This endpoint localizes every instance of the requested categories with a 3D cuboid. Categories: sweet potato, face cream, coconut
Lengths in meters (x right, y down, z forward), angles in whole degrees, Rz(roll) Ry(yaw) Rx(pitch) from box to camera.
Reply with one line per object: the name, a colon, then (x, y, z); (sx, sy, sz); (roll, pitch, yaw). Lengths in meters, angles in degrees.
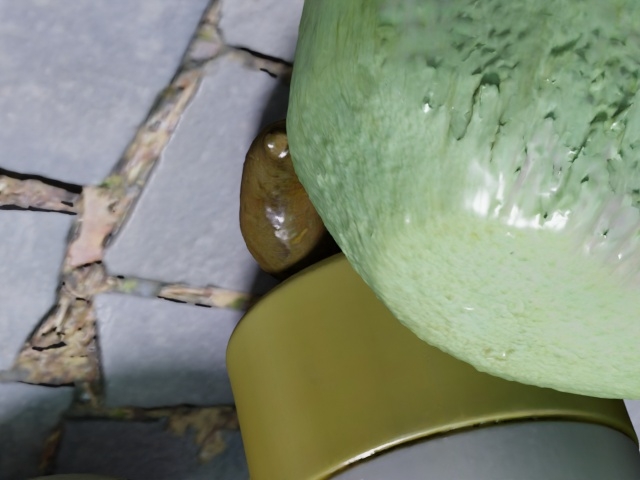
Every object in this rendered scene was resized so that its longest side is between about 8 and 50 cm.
sweet potato: (-0.001, 0.002, 1.117); (0.069, 0.059, 0.249); (-23, 141, 9)
face cream: (0.067, 0.120, 1.110); (0.218, 0.179, 0.218); (-11, 152, -6)
coconut: (0.133, -0.096, 0.949); (0.328, 0.328, 0.281); (-6, 157, -19)

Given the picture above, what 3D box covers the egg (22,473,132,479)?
egg: (-0.160, 0.250, 1.135); (0.269, 0.219, 0.219); (-21, 133, 14)
